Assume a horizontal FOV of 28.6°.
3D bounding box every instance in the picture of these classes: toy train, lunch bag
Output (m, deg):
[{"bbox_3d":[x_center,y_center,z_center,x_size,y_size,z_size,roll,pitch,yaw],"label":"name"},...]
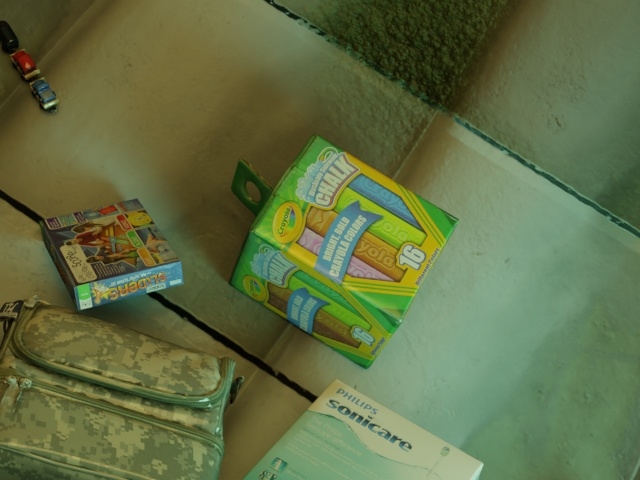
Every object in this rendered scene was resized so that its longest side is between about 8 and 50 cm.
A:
[{"bbox_3d":[-0.410,-0.244,1.751,0.027,0.036,0.158,-29,75,-23],"label":"toy train"},{"bbox_3d":[-0.260,0.214,1.484,0.305,0.213,0.256,17,46,-6],"label":"lunch bag"}]

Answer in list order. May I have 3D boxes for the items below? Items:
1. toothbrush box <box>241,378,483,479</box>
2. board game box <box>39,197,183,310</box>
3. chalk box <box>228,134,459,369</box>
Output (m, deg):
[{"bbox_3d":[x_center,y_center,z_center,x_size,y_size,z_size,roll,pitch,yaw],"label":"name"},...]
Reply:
[{"bbox_3d":[0.022,0.331,1.458,0.216,0.126,0.295,27,44,19],"label":"toothbrush box"},{"bbox_3d":[-0.269,0.013,1.597,0.136,0.035,0.201,-14,30,-18],"label":"board game box"},{"bbox_3d":[0.000,0.000,1.652,0.289,0.180,0.179,30,62,4],"label":"chalk box"}]
